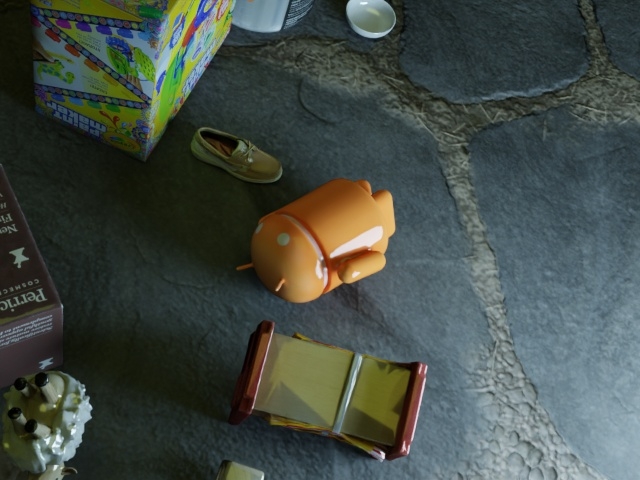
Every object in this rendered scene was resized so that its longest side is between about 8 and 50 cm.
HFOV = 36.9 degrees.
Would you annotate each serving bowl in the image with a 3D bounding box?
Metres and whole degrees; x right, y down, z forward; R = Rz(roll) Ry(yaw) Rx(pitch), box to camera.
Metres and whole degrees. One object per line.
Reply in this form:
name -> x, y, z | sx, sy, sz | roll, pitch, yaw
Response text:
serving bowl -> 0.078, -0.358, 1.554 | 0.083, 0.027, 0.083 | 7, 58, -11

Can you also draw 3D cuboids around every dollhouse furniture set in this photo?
dollhouse furniture set -> -0.029, 0.293, 1.091 | 0.201, 0.152, 0.374 | 17, 74, -5

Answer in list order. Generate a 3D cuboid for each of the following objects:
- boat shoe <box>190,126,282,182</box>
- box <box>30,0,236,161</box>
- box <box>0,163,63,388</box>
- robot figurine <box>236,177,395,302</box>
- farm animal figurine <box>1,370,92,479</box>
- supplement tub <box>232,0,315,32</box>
boat shoe -> -0.117, -0.121, 1.348 | 0.135, 0.045, 0.050 | 17, 57, -5
box -> -0.239, -0.319, 1.294 | 0.177, 0.279, 0.290 | 25, 57, 0
box -> -0.406, 0.054, 1.091 | 0.168, 0.167, 0.203 | -20, 67, -25
robot figurine -> 0.001, 0.000, 1.259 | 0.219, 0.128, 0.158 | -31, 79, -28
farm animal figurine -> -0.389, 0.301, 0.945 | 0.330, 0.172, 0.327 | -6, 59, 1
supplement tub -> -0.068, -0.478, 1.413 | 0.193, 0.316, 0.194 | 7, 58, -11
